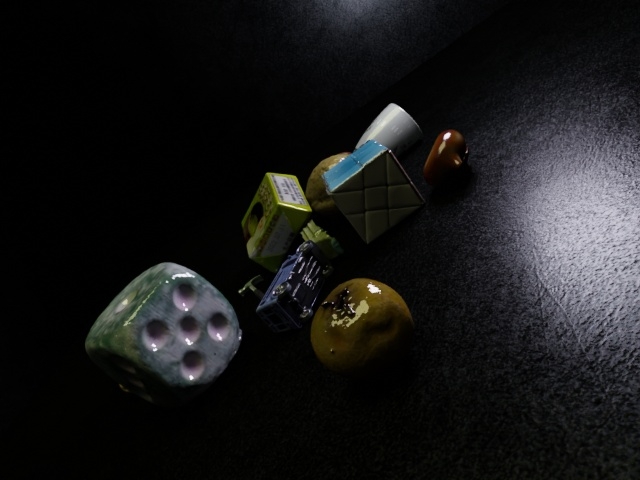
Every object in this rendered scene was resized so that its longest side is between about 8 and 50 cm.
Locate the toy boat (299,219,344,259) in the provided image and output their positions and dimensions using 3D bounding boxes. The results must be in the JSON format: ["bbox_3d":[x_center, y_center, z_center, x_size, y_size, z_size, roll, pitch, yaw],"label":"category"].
[{"bbox_3d":[-0.004,0.004,1.734,0.084,0.111,0.276,-41,20,-2],"label":"toy boat"}]

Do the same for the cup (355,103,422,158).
[{"bbox_3d":[0.275,-0.408,2.138,0.234,0.186,0.258,-45,-11,4],"label":"cup"}]

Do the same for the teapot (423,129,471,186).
[{"bbox_3d":[0.400,-0.245,1.591,0.178,0.135,0.252,-64,-6,14],"label":"teapot"}]

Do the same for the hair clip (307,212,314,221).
[{"bbox_3d":[-0.024,-0.182,2.097,0.358,0.096,0.110,-51,-3,18],"label":"hair clip"}]

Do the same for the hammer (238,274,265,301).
[{"bbox_3d":[-0.224,0.183,1.852,0.103,0.029,0.246,-43,21,-13],"label":"hammer"}]

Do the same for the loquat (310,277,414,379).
[{"bbox_3d":[0.080,0.177,1.051,0.213,0.213,0.213,-33,19,13],"label":"loquat"}]

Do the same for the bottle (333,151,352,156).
[{"bbox_3d":[0.117,-0.299,2.178,0.144,0.144,0.336,-38,17,1],"label":"bottle"}]

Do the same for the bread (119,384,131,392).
[{"bbox_3d":[-0.627,0.438,1.846,0.236,0.120,0.198,-46,23,-22],"label":"bread"}]

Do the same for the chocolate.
[{"bbox_3d":[-0.179,-0.082,1.947,0.288,0.137,0.301,-59,30,22],"label":"chocolate"}]

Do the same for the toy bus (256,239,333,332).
[{"bbox_3d":[-0.074,0.133,1.544,0.133,0.125,0.292,-24,25,36],"label":"toy bus"}]

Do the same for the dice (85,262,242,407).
[{"bbox_3d":[-0.472,0.295,1.579,0.328,0.348,0.330,-17,34,47],"label":"dice"}]

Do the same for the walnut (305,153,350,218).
[{"bbox_3d":[0.070,-0.201,1.895,0.283,0.227,0.283,-40,26,24],"label":"walnut"}]

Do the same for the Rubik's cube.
[{"bbox_3d":[0.160,-0.163,1.654,0.231,0.221,0.224,-37,20,5],"label":"Rubik's cube"}]
